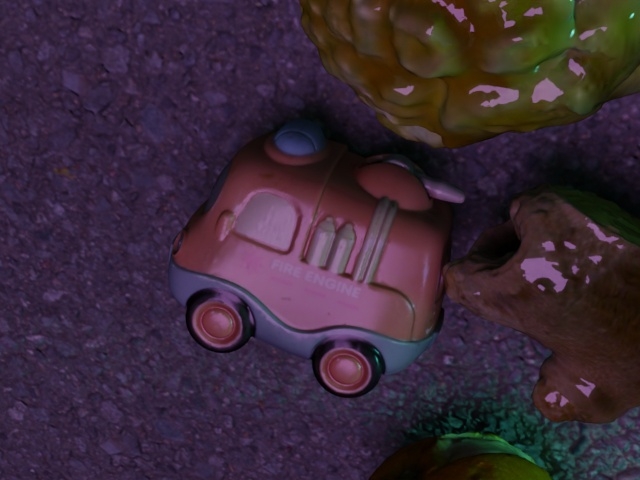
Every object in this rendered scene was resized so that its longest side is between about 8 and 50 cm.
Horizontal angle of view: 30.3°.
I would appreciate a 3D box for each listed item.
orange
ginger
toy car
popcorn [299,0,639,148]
[{"bbox_3d":[0.145,0.316,1.228,0.240,0.240,0.240,8,123,13],"label":"orange"},{"bbox_3d":[0.239,0.064,1.073,0.276,0.130,0.221,15,119,-14],"label":"ginger"},{"bbox_3d":[0.000,0.000,1.122,0.271,0.180,0.212,19,114,5],"label":"toy car"},{"bbox_3d":[0.138,-0.214,0.882,0.336,0.279,0.274,-8,99,36],"label":"popcorn"}]
